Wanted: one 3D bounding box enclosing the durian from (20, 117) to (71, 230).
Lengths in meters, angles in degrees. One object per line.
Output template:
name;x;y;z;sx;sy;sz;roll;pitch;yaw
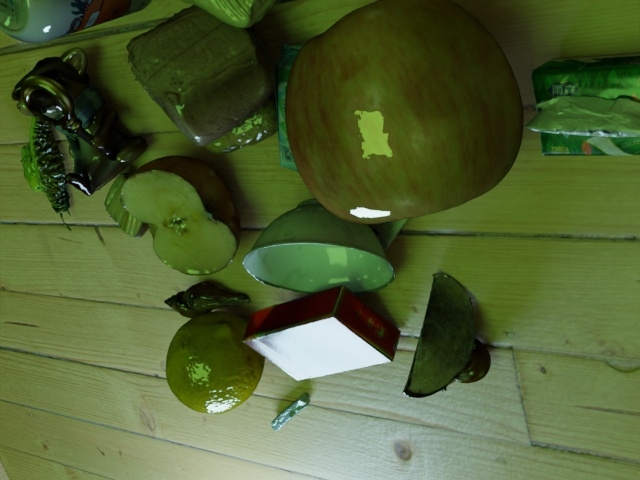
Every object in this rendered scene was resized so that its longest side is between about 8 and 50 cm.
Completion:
durian;-0.737;-0.193;2.260;0.132;0.106;0.375;18;122;35

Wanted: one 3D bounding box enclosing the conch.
conch;-0.293;0.145;2.151;0.232;0.080;0.086;-22;137;25

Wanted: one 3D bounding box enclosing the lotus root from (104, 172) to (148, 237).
lotus root;-0.468;-0.089;2.128;0.159;0.095;0.135;53;131;26

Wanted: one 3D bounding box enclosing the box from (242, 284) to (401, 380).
box;-0.002;0.214;1.906;0.313;0.089;0.197;-21;131;43

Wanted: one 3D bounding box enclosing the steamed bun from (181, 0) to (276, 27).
steamed bun;-0.163;-0.560;1.525;0.289;0.203;0.276;42;127;-10

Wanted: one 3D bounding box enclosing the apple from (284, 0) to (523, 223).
apple;0.126;-0.208;1.352;0.391;0.391;0.347;-14;101;42

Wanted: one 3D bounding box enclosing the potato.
potato;0.249;0.213;1.718;0.120;0.261;0.100;16;161;7

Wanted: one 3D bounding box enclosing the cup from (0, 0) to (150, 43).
cup;-0.523;-0.535;1.729;0.212;0.317;0.212;20;127;28

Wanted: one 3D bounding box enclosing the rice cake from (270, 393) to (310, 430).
rice cake;-0.081;0.449;2.196;0.030;0.042;0.180;45;135;3

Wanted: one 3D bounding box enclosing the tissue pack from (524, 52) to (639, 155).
tissue pack;0.440;-0.203;1.307;0.209;0.156;0.148;6;117;37

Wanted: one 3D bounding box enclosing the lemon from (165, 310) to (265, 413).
lemon;-0.263;0.304;2.105;0.267;0.267;0.267;19;127;28

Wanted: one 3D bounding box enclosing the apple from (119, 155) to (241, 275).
apple;-0.297;-0.082;1.947;0.251;0.163;0.293;-12;122;31

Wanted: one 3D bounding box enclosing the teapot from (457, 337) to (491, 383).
teapot;0.300;0.246;1.759;0.129;0.078;0.098;18;88;43

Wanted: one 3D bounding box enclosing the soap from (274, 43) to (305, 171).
soap;-0.010;-0.249;1.678;0.156;0.077;0.293;18;126;29

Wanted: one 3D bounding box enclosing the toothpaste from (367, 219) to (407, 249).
toothpaste;0.176;-0.090;1.655;0.056;0.058;0.314;13;143;-21

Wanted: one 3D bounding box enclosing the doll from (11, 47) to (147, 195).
doll;-0.584;-0.273;2.016;0.318;0.209;0.340;-2;123;55

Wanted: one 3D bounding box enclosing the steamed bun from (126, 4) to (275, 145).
steamed bun;-0.222;-0.317;1.671;0.301;0.251;0.199;51;169;39

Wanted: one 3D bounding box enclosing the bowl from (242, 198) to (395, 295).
bowl;0.000;0.000;1.754;0.313;0.146;0.313;4;157;2

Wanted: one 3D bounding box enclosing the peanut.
peanut;-0.170;-0.243;1.786;0.226;0.108;0.095;-14;112;44
